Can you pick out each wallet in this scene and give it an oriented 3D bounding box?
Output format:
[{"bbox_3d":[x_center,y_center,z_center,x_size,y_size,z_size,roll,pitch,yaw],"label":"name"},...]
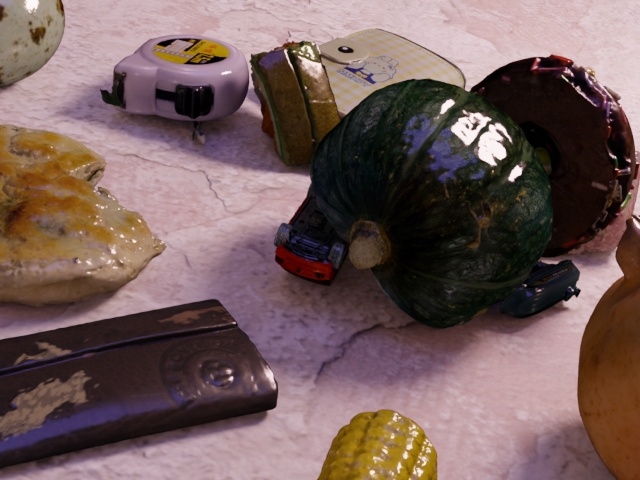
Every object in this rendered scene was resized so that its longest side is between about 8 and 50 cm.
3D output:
[{"bbox_3d":[-0.213,0.134,1.116,0.321,0.044,0.170,-8,40,-30],"label":"wallet"},{"bbox_3d":[0.071,-0.256,1.818,0.223,0.077,0.309,36,39,25],"label":"wallet"}]

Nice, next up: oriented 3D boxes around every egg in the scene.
[{"bbox_3d":[-0.462,-0.302,1.588,0.169,0.169,0.231,20,46,10],"label":"egg"}]

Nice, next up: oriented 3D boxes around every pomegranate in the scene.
[{"bbox_3d":[0.402,0.118,1.117,0.343,0.342,0.342,10,32,-6],"label":"pomegranate"}]

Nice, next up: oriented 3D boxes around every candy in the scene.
[{"bbox_3d":[0.038,0.245,0.996,0.106,0.094,0.199,-11,27,28],"label":"candy"}]

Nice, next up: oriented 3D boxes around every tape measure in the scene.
[{"bbox_3d":[-0.197,-0.230,1.646,0.178,0.105,0.196,15,30,15],"label":"tape measure"}]

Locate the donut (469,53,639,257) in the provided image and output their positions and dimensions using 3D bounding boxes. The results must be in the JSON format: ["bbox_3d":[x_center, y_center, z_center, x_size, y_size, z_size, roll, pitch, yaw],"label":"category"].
[{"bbox_3d":[0.285,-0.108,1.439,0.270,0.269,0.103,33,28,28],"label":"donut"}]

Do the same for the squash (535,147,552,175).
[{"bbox_3d":[0.275,-0.093,1.626,0.332,0.087,0.087,-20,45,-39],"label":"squash"}]

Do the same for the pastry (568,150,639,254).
[{"bbox_3d":[0.400,-0.059,1.599,0.112,0.102,0.265,11,34,30],"label":"pastry"}]

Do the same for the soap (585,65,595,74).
[{"bbox_3d":[0.273,-0.180,1.665,0.258,0.080,0.160,-15,-5,-8],"label":"soap"}]

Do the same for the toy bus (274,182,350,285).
[{"bbox_3d":[0.000,0.000,1.363,0.081,0.089,0.195,20,32,7],"label":"toy bus"}]

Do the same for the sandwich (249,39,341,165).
[{"bbox_3d":[-0.048,-0.195,1.629,0.109,0.184,0.160,-15,6,-22],"label":"sandwich"}]

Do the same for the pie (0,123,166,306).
[{"bbox_3d":[-0.352,-0.030,1.289,0.338,0.075,0.337,10,33,-6],"label":"pie"}]

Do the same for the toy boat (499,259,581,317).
[{"bbox_3d":[0.268,0.064,1.400,0.141,0.055,0.060,-20,52,-42],"label":"toy boat"}]

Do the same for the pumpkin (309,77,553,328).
[{"bbox_3d":[0.148,-0.064,1.322,0.293,0.197,0.263,48,33,2],"label":"pumpkin"}]
